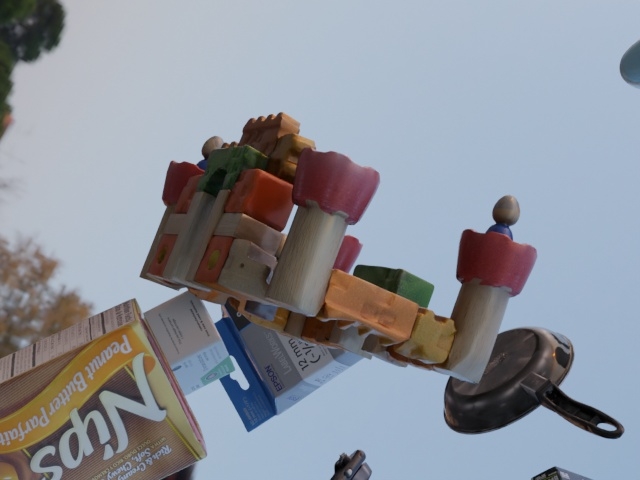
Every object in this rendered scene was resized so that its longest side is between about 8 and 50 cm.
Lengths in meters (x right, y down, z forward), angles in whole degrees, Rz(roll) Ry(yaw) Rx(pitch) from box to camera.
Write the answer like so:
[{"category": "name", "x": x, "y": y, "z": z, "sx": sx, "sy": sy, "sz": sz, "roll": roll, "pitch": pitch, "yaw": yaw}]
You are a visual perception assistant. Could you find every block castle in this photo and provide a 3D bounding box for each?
[{"category": "block castle", "x": 0.000, "y": 0.000, "z": 1.327, "sx": 0.453, "sy": 0.303, "sz": 0.212, "roll": 4, "pitch": -108, "yaw": 62}]

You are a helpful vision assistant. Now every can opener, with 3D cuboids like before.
[{"category": "can opener", "x": 0.030, "y": 0.453, "z": 2.099, "sx": 0.186, "sy": 0.073, "sz": 0.059, "roll": -38, "pitch": 166, "yaw": -43}]

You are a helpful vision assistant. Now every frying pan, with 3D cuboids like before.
[{"category": "frying pan", "x": 0.244, "y": 0.199, "z": 1.445, "sx": 0.197, "sy": 0.053, "sz": 0.326, "roll": -33, "pitch": -163, "yaw": 8}]

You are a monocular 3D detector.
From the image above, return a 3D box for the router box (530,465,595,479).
[{"category": "router box", "x": 0.309, "y": 0.328, "z": 1.369, "sx": 0.038, "sy": 0.122, "sz": 0.092, "roll": -34, "pitch": -126, "yaw": 23}]

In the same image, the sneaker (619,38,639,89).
[{"category": "sneaker", "x": 0.683, "y": -0.384, "z": 2.087, "sx": 0.366, "sy": 0.150, "sz": 0.135, "roll": -21, "pitch": -118, "yaw": 45}]

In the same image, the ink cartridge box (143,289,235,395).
[{"category": "ink cartridge box", "x": -0.230, "y": 0.165, "z": 1.510, "sx": 0.208, "sy": 0.153, "sz": 0.087, "roll": -27, "pitch": -111, "yaw": -7}]

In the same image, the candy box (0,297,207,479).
[{"category": "candy box", "x": -0.306, "y": 0.216, "z": 1.253, "sx": 0.316, "sy": 0.183, "sz": 0.087, "roll": -25, "pitch": -160, "yaw": -6}]

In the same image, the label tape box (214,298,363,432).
[{"category": "label tape box", "x": -0.080, "y": 0.191, "z": 2.308, "sx": 0.348, "sy": 0.115, "sz": 0.249, "roll": -34, "pitch": -111, "yaw": 8}]
